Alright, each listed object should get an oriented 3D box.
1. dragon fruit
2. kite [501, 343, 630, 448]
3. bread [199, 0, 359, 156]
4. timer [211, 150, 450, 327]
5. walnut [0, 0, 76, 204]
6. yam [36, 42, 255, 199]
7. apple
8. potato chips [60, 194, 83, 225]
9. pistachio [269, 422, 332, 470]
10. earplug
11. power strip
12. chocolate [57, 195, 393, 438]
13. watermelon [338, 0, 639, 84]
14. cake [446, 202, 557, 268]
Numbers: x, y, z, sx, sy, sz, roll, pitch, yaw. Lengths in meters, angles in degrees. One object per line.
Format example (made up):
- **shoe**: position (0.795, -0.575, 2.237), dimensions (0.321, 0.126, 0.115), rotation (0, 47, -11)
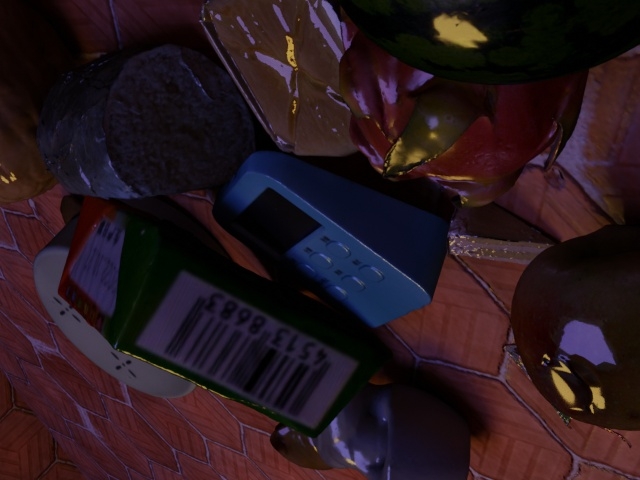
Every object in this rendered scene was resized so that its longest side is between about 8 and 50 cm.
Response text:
- **dragon fruit**: position (0.112, -0.139, 0.890), dimensions (0.224, 0.224, 0.227), rotation (35, 157, 17)
- **kite**: position (0.319, 0.183, 1.276), dimensions (0.244, 0.006, 0.198), rotation (27, 147, 30)
- **bread**: position (0.004, -0.192, 1.075), dimensions (0.192, 0.110, 0.209), rotation (-9, 123, 49)
- **timer**: position (0.000, 0.000, 1.253), dimensions (0.250, 0.091, 0.232), rotation (25, 161, -11)
- **walnut**: position (-0.476, -0.200, 1.535), dimensions (0.277, 0.252, 0.313), rotation (8, 129, 61)
- **yam**: position (-0.237, -0.148, 1.379), dimensions (0.271, 0.203, 0.201), rotation (-6, 93, 58)
- **apple**: position (0.286, 0.087, 1.010), dimensions (0.207, 0.174, 0.188), rotation (-9, 111, 5)
- **potato chips**: position (-0.398, -0.001, 1.936), dimensions (0.202, 0.049, 0.150), rotation (44, 150, 7)
- **pistachio**: position (-0.002, 0.314, 1.768), dimensions (0.165, 0.130, 0.210), rotation (3, 150, -7)
- **earplug**: position (0.073, 0.253, 1.549), dimensions (0.325, 0.175, 0.214), rotation (39, 148, 30)
- **power strip**: position (-0.297, 0.090, 1.765), dimensions (0.358, 0.161, 0.357), rotation (24, 143, 20)
- **chocolate**: position (-0.144, 0.095, 1.415), dimensions (0.360, 0.161, 0.341), rotation (30, 176, -28)
- **watermelon**: position (0.122, -0.241, 0.660), dimensions (0.285, 0.285, 0.285), rotation (32, 150, 21)
- **cake**: position (0.200, -0.006, 1.155), dimensions (0.121, 0.065, 0.052), rotation (12, 144, 10)
